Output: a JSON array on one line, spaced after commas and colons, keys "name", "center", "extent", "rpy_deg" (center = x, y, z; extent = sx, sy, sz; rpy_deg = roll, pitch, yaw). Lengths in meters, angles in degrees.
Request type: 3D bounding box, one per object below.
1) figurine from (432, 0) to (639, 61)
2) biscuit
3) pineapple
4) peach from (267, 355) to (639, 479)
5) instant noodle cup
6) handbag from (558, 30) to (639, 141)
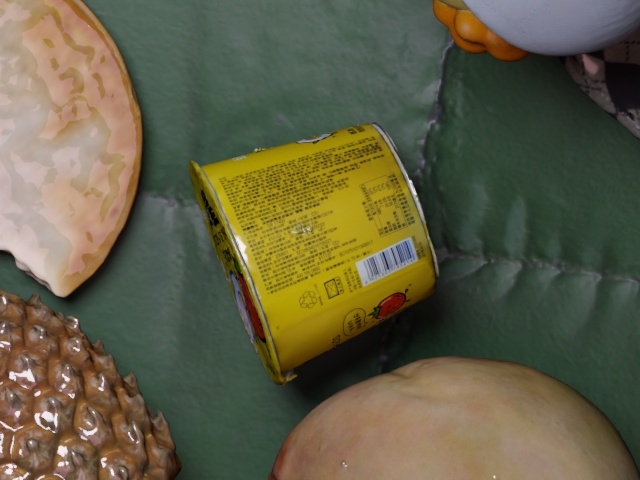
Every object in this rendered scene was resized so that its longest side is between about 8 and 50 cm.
[{"name": "figurine", "center": [0.071, -0.268, 1.315], "extent": [0.382, 0.205, 0.224], "rpy_deg": [26, 87, 32]}, {"name": "biscuit", "center": [-0.257, -0.116, 1.474], "extent": [0.309, 0.040, 0.204], "rpy_deg": [38, 98, -10]}, {"name": "pineapple", "center": [-0.267, 0.093, 1.460], "extent": [0.202, 0.202, 0.362], "rpy_deg": [-35, 86, 5]}, {"name": "peach", "center": [0.099, 0.225, 1.465], "extent": [0.292, 0.247, 0.292], "rpy_deg": [8, 109, 24]}, {"name": "instant noodle cup", "center": [0.000, 0.000, 1.449], "extent": [0.144, 0.182, 0.182], "rpy_deg": [-21, 102, -7]}, {"name": "handbag", "center": [0.379, -0.204, 1.417], "extent": [0.416, 0.180, 0.317], "rpy_deg": [-40, 103, 15]}]
